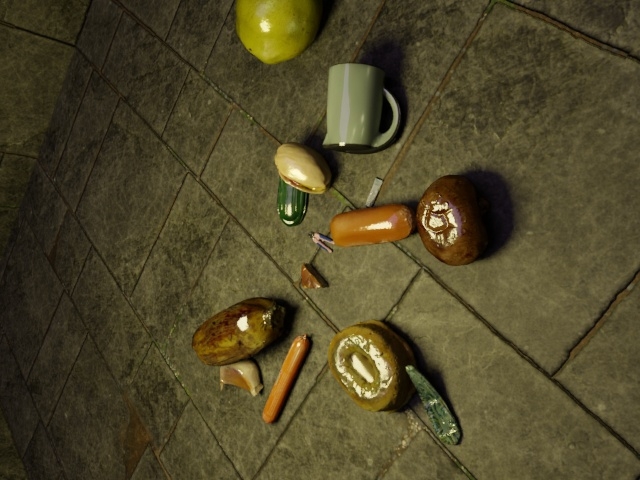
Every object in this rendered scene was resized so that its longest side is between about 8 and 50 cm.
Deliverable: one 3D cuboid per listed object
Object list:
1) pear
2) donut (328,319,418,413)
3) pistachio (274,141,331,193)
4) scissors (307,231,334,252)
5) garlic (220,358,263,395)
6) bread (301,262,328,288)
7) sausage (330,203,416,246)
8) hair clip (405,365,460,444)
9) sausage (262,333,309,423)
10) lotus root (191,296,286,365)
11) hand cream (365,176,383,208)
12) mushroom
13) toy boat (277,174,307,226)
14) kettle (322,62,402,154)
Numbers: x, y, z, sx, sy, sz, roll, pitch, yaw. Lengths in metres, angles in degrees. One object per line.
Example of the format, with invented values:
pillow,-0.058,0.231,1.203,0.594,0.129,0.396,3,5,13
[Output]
pear,-0.129,-0.707,1.741,0.294,0.294,0.294,-4,84,40
donut,0.141,0.336,1.522,0.261,0.128,0.208,39,111,34
pistachio,-0.050,-0.231,1.717,0.201,0.117,0.145,32,66,17
scissors,0.000,0.000,1.742,0.113,0.012,0.039,29,105,38
garlic,-0.289,0.463,1.910,0.198,0.090,0.128,-10,93,35
bread,-0.030,0.125,1.738,0.062,0.043,0.109,-53,57,23
sausage,0.144,-0.041,1.567,0.275,0.105,0.105,-8,81,40
hair clip,0.286,0.415,1.430,0.066,0.036,0.229,-32,86,33
sausage,-0.112,0.442,1.777,0.053,0.053,0.347,35,109,37
lotus root,-0.266,0.291,1.822,0.398,0.196,0.179,-25,106,35
hand cream,0.154,-0.135,1.623,0.030,0.019,0.093,30,99,40
mushroom,0.316,-0.047,1.393,0.194,0.138,0.231,-30,68,35
toy boat,-0.090,-0.149,1.805,0.104,0.052,0.210,3,90,20
kettle,0.122,-0.363,1.587,0.222,0.161,0.236,5,91,10
